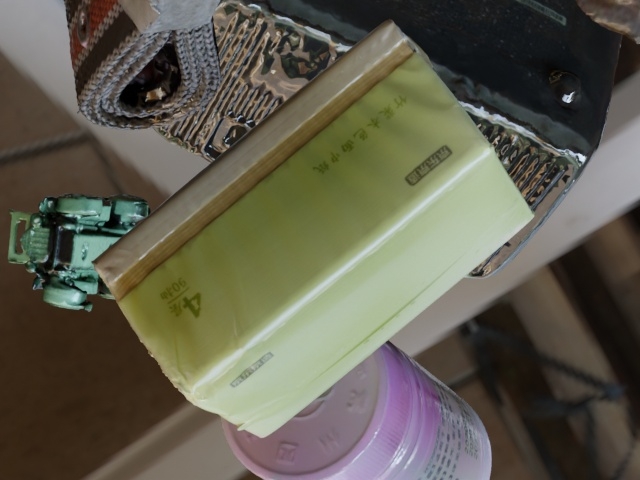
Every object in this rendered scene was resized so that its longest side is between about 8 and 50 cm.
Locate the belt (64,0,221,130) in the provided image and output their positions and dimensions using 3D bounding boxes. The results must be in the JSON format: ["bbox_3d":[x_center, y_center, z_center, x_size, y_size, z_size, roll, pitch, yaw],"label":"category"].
[{"bbox_3d":[-0.088,-0.161,1.101,0.126,0.359,0.094,-14,75,-18],"label":"belt"}]

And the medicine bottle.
[{"bbox_3d":[0.034,0.160,1.638,0.254,0.152,0.152,39,35,-59],"label":"medicine bottle"}]

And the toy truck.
[{"bbox_3d":[-0.178,0.004,1.400,0.154,0.078,0.080,-6,104,-78],"label":"toy truck"}]

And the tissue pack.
[{"bbox_3d":[0.000,0.000,1.190,0.125,0.234,0.159,52,3,21],"label":"tissue pack"}]

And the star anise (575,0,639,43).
[{"bbox_3d":[0.242,-0.285,1.706,0.229,0.093,0.236,23,57,-49],"label":"star anise"}]

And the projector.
[{"bbox_3d":[0.076,-0.223,1.879,0.395,0.242,0.405,26,46,-11],"label":"projector"}]
